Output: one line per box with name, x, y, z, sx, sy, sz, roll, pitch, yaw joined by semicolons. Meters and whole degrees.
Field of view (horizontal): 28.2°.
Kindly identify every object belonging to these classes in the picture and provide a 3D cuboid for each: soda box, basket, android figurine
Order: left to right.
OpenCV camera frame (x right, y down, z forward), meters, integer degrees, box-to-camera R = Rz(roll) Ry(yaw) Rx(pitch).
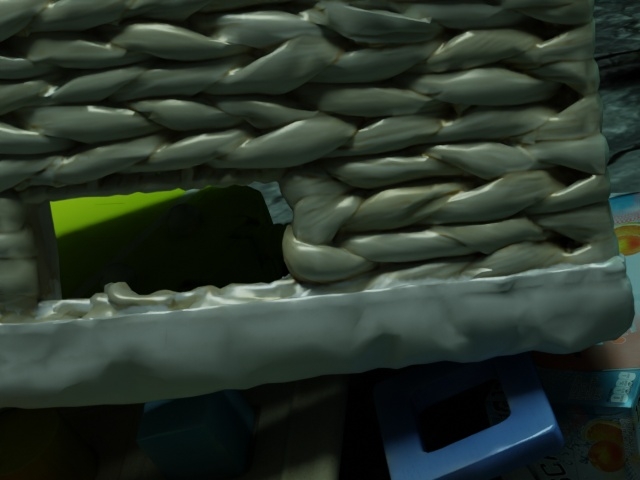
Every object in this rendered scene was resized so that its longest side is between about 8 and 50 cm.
android figurine;-0.135;0.024;0.726;0.272;0.056;0.248;-1;30;36
basket;-0.060;-0.115;0.558;0.328;0.267;0.331;-5;17;2
soda box;0.126;0.044;0.548;0.058;0.063;0.183;-2;27;26

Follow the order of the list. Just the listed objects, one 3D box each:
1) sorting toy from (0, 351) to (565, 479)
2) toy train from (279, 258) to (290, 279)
sorting toy;-0.083;0.106;0.478;0.347;0.047;0.196;-16;33;20
toy train;0.000;0.000;0.771;0.083;0.017;0.023;-28;37;-29
